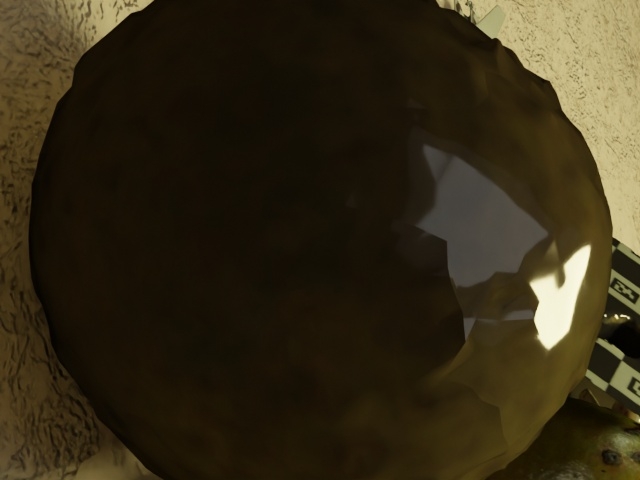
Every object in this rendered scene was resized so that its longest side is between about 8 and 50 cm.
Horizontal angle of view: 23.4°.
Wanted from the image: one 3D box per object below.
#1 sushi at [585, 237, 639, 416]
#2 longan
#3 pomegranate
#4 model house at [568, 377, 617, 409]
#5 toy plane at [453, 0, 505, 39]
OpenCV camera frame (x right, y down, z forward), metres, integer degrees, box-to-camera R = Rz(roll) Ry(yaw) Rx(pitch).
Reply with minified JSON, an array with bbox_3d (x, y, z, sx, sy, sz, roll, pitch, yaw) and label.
[{"bbox_3d":[0.217,0.048,1.544,0.343,0.064,0.359,36,26,8],"label":"sushi"},{"bbox_3d":[0.000,0.000,1.035,0.391,0.391,0.391,28,56,-53],"label":"longan"},{"bbox_3d":[0.248,0.280,1.447,0.323,0.291,0.290,-14,92,-41],"label":"pomegranate"},{"bbox_3d":[0.345,0.159,1.703,0.204,0.243,0.211,24,59,-54],"label":"model house"},{"bbox_3d":[0.186,-0.180,1.737,0.234,0.082,0.160,62,20,-53],"label":"toy plane"}]
